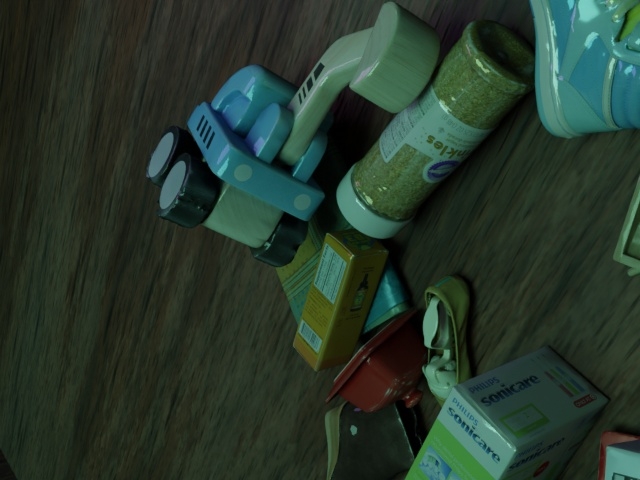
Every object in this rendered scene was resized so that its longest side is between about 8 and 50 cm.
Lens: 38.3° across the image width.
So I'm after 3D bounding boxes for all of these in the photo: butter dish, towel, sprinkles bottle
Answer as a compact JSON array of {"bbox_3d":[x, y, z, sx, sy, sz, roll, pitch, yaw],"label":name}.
[{"bbox_3d":[0.111,0.211,1.440,0.118,0.160,0.160,44,133,12],"label":"butter dish"},{"bbox_3d":[0.000,0.000,1.587,0.271,0.040,0.370,-38,70,47],"label":"towel"},{"bbox_3d":[0.155,-0.146,1.294,0.121,0.121,0.355,60,138,19],"label":"sprinkles bottle"}]

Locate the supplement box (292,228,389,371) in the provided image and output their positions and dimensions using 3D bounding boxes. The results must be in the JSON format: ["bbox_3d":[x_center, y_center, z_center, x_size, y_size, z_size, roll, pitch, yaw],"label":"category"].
[{"bbox_3d":[0.030,0.095,1.483,0.080,0.078,0.233,46,130,37],"label":"supplement box"}]

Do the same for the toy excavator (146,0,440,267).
[{"bbox_3d":[-0.046,-0.181,1.389,0.445,0.222,0.433,-58,28,13],"label":"toy excavator"}]

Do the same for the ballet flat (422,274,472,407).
[{"bbox_3d":[0.182,0.166,1.390,0.080,0.073,0.232,12,110,48],"label":"ballet flat"}]

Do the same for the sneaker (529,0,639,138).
[{"bbox_3d":[0.345,-0.270,1.036,0.208,0.127,0.319,11,119,50],"label":"sneaker"}]

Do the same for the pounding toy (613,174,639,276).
[{"bbox_3d":[0.413,-0.001,1.069,0.130,0.100,0.141,27,110,42],"label":"pounding toy"}]

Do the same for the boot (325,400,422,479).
[{"bbox_3d":[0.096,0.385,1.542,0.207,0.090,0.248,-20,82,52],"label":"boot"}]

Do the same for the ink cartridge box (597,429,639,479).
[{"bbox_3d":[0.412,0.400,1.078,0.272,0.130,0.309,3,89,45],"label":"ink cartridge box"}]

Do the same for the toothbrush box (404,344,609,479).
[{"bbox_3d":[0.235,0.305,1.264,0.122,0.206,0.283,44,130,33],"label":"toothbrush box"}]
